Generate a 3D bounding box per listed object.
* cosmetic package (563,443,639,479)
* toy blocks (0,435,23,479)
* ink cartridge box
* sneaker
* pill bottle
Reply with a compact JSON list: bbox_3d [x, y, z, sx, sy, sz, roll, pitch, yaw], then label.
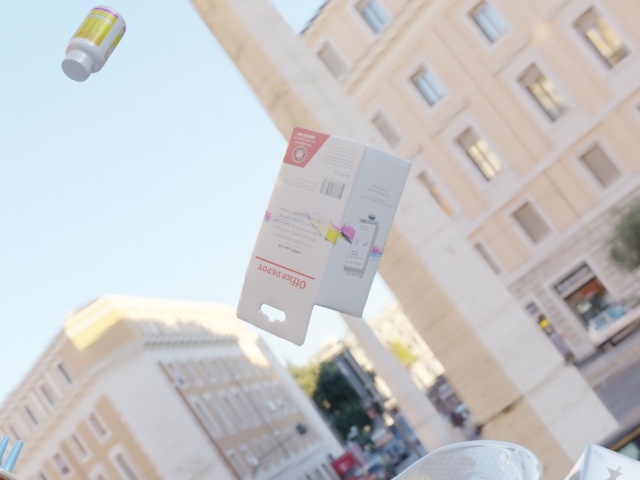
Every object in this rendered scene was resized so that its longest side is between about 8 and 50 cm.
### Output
[{"bbox_3d":[0.321,0.442,1.388,0.453,0.230,0.161,106,-173,-49],"label":"cosmetic package"},{"bbox_3d":[-0.325,0.292,1.273,0.054,0.123,0.148,-15,42,39],"label":"toy blocks"},{"bbox_3d":[0.000,0.000,1.173,0.067,0.115,0.198,18,-89,-41],"label":"ink cartridge box"},{"bbox_3d":[0.125,0.338,1.447,0.296,0.104,0.147,-24,-32,-10],"label":"sneaker"},{"bbox_3d":[-0.234,-0.201,1.251,0.043,0.043,0.083,-47,15,50],"label":"pill bottle"}]
